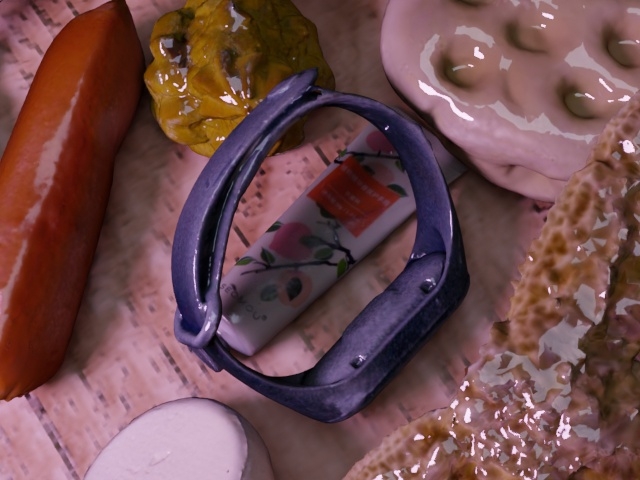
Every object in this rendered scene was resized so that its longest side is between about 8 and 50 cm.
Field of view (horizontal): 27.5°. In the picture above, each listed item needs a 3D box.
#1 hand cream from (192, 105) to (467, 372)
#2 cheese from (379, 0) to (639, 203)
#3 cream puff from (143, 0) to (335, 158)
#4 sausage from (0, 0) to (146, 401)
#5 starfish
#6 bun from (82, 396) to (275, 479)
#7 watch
[{"bbox_3d":[0.000,0.000,0.915,0.080,0.050,0.234,40,74,20],"label":"hand cream"},{"bbox_3d":[0.159,-0.127,0.900,0.235,0.117,0.218,-9,73,1],"label":"cheese"},{"bbox_3d":[-0.063,-0.125,0.922,0.146,0.116,0.146,-1,76,6],"label":"cream puff"},{"bbox_3d":[-0.190,-0.033,0.918,0.083,0.089,0.300,10,73,15],"label":"sausage"},{"bbox_3d":[0.204,0.117,0.790,0.324,0.082,0.432,42,88,3],"label":"starfish"},{"bbox_3d":[-0.083,0.176,0.840,0.138,0.094,0.138,-23,37,18],"label":"bun"},{"bbox_3d":[-0.005,0.007,0.849,0.206,0.068,0.193,-44,107,-17],"label":"watch"}]
